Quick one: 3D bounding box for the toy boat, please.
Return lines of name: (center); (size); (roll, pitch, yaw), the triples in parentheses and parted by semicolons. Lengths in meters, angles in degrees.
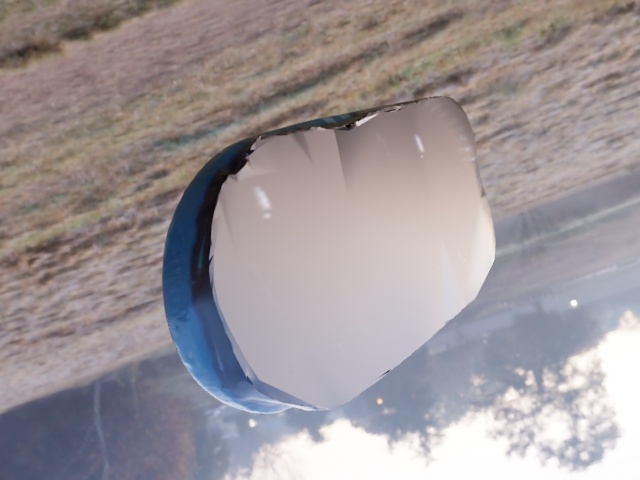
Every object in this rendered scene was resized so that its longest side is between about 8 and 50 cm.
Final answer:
toy boat: (0.000, 0.000, 0.506); (0.092, 0.134, 0.299); (-5, -170, 33)
